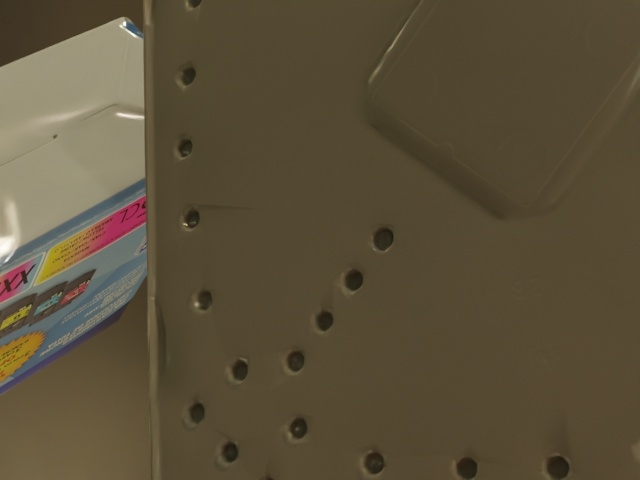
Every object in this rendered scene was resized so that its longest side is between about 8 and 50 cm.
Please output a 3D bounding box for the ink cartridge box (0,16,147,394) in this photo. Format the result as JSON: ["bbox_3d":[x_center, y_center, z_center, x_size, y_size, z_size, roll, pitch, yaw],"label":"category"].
[{"bbox_3d":[-0.274,0.019,0.993,0.151,0.270,0.395,50,-40,7],"label":"ink cartridge box"}]

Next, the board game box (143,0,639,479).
[{"bbox_3d":[0.093,-0.073,0.515,0.389,0.050,0.390,-11,-107,27],"label":"board game box"}]
